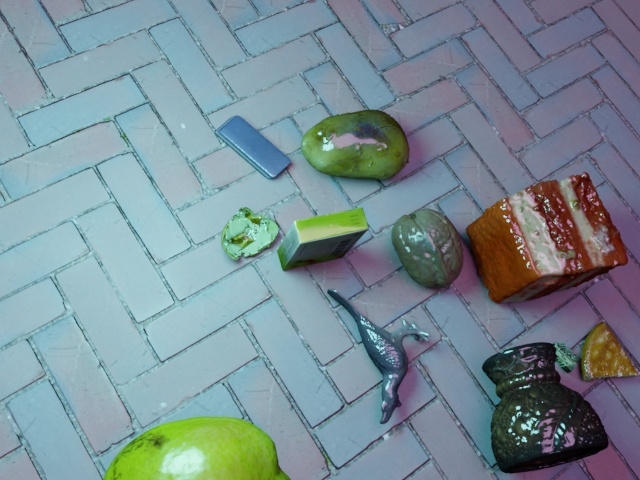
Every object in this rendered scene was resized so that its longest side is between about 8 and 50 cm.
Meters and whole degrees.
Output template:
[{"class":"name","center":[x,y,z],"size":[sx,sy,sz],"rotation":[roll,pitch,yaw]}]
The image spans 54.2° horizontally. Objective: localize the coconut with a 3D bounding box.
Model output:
[{"class":"coconut","center":[-0.191,-0.019,1.648],"size":[0.158,0.055,0.133],"rotation":[-15,72,-19]}]

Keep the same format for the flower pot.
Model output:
[{"class":"flower pot","center":[0.532,0.408,1.543],"size":[0.267,0.266,0.266],"rotation":[-3,60,-13]}]

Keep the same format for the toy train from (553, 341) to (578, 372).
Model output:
[{"class":"toy train","center":[0.668,0.319,1.717],"size":[0.083,0.033,0.053],"rotation":[43,70,6]}]

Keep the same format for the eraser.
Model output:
[{"class":"eraser","center":[-0.190,-0.264,1.752],"size":[0.225,0.036,0.082],"rotation":[41,66,5]}]

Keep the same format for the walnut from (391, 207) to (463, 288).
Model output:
[{"class":"walnut","center":[0.295,0.025,1.683],"size":[0.178,0.178,0.230],"rotation":[-24,88,-20]}]

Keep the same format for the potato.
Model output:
[{"class":"potato","center":[0.099,-0.268,1.744],"size":[0.308,0.173,0.210],"rotation":[-5,73,-17]}]

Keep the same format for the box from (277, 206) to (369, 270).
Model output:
[{"class":"box","center":[-0.001,0.001,1.570],"size":[0.175,0.260,0.062],"rotation":[-12,75,-16]}]

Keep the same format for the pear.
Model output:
[{"class":"pear","center":[-0.235,0.538,1.262],"size":[0.392,0.391,0.390],"rotation":[4,69,-11]}]

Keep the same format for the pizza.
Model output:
[{"class":"pizza","center":[0.811,0.324,1.746],"size":[0.176,0.036,0.184],"rotation":[20,65,-6]}]

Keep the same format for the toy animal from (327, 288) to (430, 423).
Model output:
[{"class":"toy animal","center":[0.174,0.261,1.607],"size":[0.206,0.081,0.366],"rotation":[-16,69,-19]}]

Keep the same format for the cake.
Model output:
[{"class":"cake","center":[0.603,0.006,1.697],"size":[0.320,0.270,0.269],"rotation":[-14,73,-15]}]
